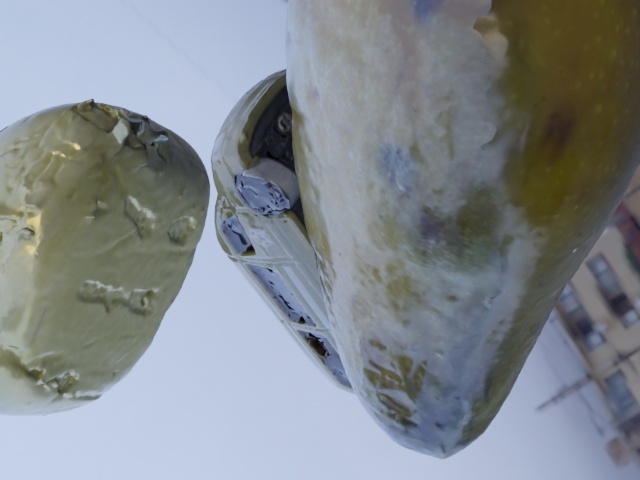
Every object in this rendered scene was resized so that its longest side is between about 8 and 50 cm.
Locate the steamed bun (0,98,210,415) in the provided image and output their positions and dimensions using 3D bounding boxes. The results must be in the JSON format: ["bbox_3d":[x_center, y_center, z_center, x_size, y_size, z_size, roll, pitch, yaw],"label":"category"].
[{"bbox_3d":[-0.219,0.001,1.063,0.166,0.273,0.232,30,-170,22],"label":"steamed bun"}]

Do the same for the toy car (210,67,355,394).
[{"bbox_3d":[0.000,0.000,0.922,0.256,0.124,0.101,54,-127,-29],"label":"toy car"}]

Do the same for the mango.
[{"bbox_3d":[0.068,-0.048,0.646,0.176,0.176,0.329,-74,-12,-45],"label":"mango"}]
